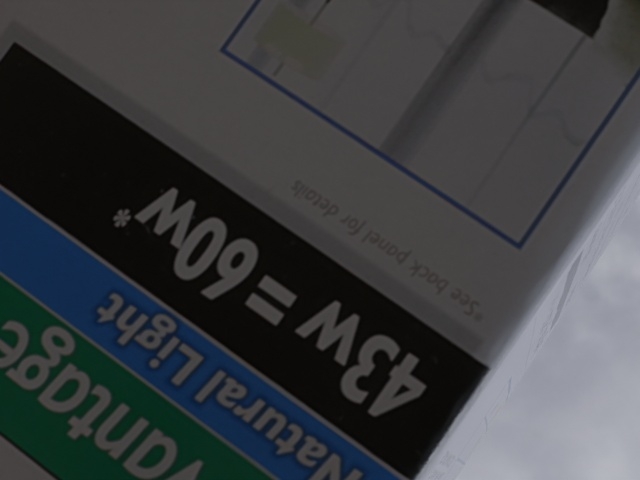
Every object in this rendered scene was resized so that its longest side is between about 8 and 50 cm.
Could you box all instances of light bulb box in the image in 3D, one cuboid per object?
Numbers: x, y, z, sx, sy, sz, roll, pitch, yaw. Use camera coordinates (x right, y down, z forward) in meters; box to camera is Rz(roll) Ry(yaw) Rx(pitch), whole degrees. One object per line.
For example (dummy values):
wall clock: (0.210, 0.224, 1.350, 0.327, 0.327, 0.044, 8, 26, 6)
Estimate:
light bulb box: (0.000, 0.000, 0.520, 0.361, 0.225, 0.358, -55, 167, -5)
